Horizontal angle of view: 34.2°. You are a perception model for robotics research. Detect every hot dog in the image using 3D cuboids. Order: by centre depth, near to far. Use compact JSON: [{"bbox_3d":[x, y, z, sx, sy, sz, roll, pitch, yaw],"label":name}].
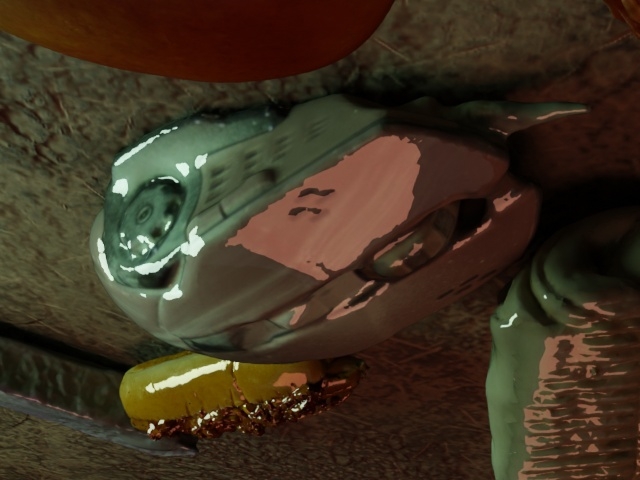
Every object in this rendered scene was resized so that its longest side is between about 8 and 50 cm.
[{"bbox_3d":[-0.071,0.130,0.902,0.249,0.076,0.102,-16,139,28],"label":"hot dog"}]

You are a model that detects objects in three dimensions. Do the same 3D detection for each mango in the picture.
[{"bbox_3d":[-0.103,-0.148,0.422,0.289,0.129,0.146,17,151,3],"label":"mango"}]

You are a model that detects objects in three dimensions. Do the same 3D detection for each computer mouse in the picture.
[{"bbox_3d":[-0.002,0.006,0.660,0.389,0.114,0.199,-17,144,36],"label":"computer mouse"}]

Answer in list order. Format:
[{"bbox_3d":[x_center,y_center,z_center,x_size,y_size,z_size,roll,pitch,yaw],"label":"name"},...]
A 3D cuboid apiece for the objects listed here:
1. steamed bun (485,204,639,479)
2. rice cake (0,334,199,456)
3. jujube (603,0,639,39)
[{"bbox_3d":[0.210,0.068,0.688,0.211,0.144,0.218,-7,119,3],"label":"steamed bun"},{"bbox_3d":[-0.294,0.117,0.955,0.399,0.064,0.070,24,151,-24],"label":"rice cake"},{"bbox_3d":[0.187,-0.112,0.433,0.176,0.109,0.112,31,111,-16],"label":"jujube"}]
